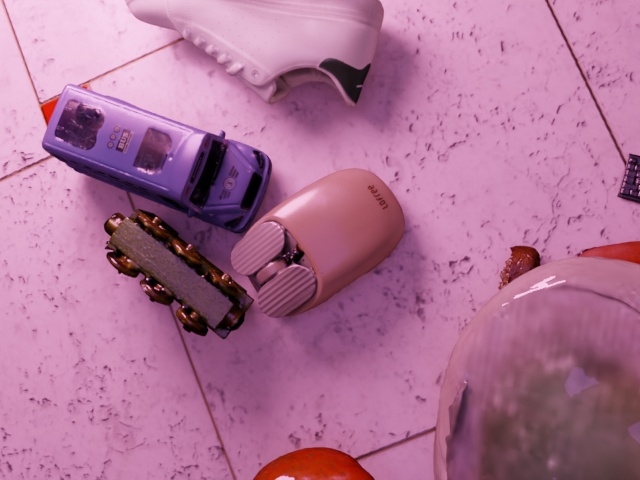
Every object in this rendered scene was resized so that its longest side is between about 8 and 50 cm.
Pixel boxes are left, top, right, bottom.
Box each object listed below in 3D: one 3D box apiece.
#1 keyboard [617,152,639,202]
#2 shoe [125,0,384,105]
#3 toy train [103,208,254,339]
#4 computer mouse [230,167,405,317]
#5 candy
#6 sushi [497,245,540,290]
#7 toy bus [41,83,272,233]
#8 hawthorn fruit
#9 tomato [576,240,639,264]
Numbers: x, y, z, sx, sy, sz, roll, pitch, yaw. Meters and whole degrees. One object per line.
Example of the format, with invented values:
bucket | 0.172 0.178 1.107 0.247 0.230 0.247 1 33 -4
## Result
keyboard | 0.498 -0.062 0.888 0.198 0.010 0.064 15 89 9
shoe | -0.101 -0.270 0.938 0.363 0.132 0.160 8 91 5
toy train | -0.189 0.044 0.916 0.225 0.137 0.090 39 90 5
computer mouse | 0.000 0.000 0.909 0.236 0.082 0.145 -32 81 -3
candy | 0.315 0.230 0.769 0.386 0.186 0.427 1 99 32
sushi | 0.263 0.066 0.889 0.055 0.052 0.120 -5 87 26
toy bus | -0.221 -0.114 0.932 0.292 0.133 0.125 21 88 9
hawthorn fruit | -0.005 0.348 0.845 0.189 0.189 0.189 -1 85 8
tomato | 0.415 0.092 0.838 0.228 0.112 0.199 -16 85 9
